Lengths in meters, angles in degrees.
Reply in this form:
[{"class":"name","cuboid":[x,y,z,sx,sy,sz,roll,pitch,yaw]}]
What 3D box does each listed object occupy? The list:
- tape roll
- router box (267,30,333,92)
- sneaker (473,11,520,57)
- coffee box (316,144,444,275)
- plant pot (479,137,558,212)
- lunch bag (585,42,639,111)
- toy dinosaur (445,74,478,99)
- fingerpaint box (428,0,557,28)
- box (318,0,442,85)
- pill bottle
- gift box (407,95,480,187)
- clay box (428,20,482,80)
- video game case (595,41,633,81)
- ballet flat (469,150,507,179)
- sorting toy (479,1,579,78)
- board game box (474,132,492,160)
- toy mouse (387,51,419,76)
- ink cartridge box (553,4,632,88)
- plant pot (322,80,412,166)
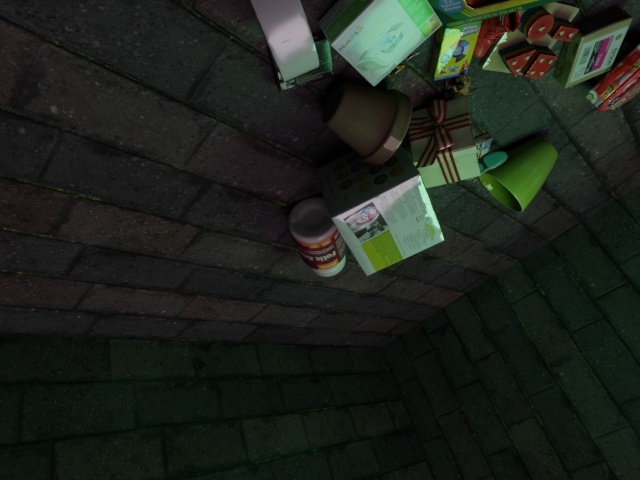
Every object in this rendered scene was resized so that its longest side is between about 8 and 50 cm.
[{"class":"tape roll","cuboid":[-0.101,-0.536,1.015,0.100,0.286,0.286,-22,148,3]},{"class":"router box","cuboid":[-0.055,-0.533,1.272,0.178,0.046,0.133,-19,148,-4]},{"class":"sneaker","cuboid":[0.552,-0.663,1.353,0.086,0.128,0.221,-17,148,-7]},{"class":"coffee box","cuboid":[0.222,-0.141,1.610,0.334,0.338,0.338,-26,129,10]},{"class":"plant pot","cuboid":[0.957,-0.331,2.001,0.293,0.275,0.274,-44,145,7]},{"class":"lunch bag","cuboid":[1.220,-0.654,1.685,0.258,0.120,0.293,-13,152,-38]},{"class":"toy dinosaur","cuboid":[0.516,-0.548,1.552,0.112,0.064,0.211,4,-173,21]},{"class":"fingerpaint box","cuboid":[0.423,-0.693,0.937,0.444,0.163,0.371,7,170,40]},{"class":"box","cuboid":[0.169,-0.620,1.201,0.261,0.127,0.231,-37,147,25]},{"class":"pill bottle","cuboid":[0.000,0.000,1.941,0.223,0.224,0.392,-21,148,-1]},{"class":"gift box","cuboid":[0.448,-0.357,1.608,0.276,0.255,0.258,-16,153,19]},{"class":"clay box","cuboid":[0.440,-0.643,1.388,0.127,0.053,0.222,-14,148,-6]},{"class":"video game case","cuboid":[1.222,-0.725,1.757,0.143,0.019,0.157,7,138,-38]},{"class":"ballet flat","cuboid":[0.744,-0.344,1.940,0.213,0.072,0.068,-29,177,13]},{"class":"sorting toy","cuboid":[0.735,-0.683,1.468,0.255,0.090,0.257,-4,145,-25]},{"class":"board game box","cuboid":[0.664,-0.390,1.912,0.193,0.045,0.147,-20,149,-2]},{"class":"toy mouse","cuboid":[0.246,-0.582,1.351,0.160,0.031,0.143,-30,172,3]},{"class":"ink cartridge box","cuboid":[1.007,-0.714,1.583,0.193,0.088,0.235,-22,148,3]},{"class":"plant pot","cuboid":[0.136,-0.409,1.418,0.229,0.263,0.263,19,133,-23]}]
